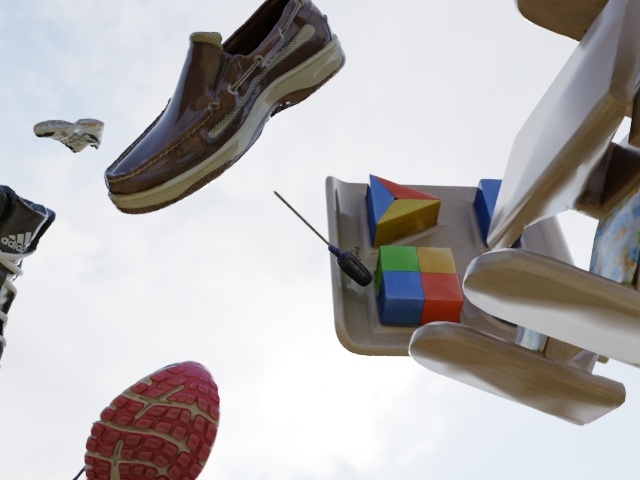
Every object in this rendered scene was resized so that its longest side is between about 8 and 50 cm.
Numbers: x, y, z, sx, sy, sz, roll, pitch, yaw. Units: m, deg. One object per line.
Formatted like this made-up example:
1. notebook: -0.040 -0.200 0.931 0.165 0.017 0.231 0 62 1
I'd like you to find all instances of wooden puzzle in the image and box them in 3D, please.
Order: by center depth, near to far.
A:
1. wooden puzzle: 0.184 0.014 1.102 0.348 0.322 0.080 5 -49 -7

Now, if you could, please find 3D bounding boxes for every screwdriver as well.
1. screwdriver: 0.000 0.000 0.995 0.170 0.024 0.025 39 -78 -23

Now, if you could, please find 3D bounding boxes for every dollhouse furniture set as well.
1. dollhouse furniture set: 0.155 -0.133 0.530 0.256 0.362 0.394 21 -25 0

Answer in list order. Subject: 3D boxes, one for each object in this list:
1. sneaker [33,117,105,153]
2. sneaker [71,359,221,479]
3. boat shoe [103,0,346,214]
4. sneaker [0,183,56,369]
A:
1. sneaker: -0.270 -0.111 0.911 0.032 0.083 0.037 28 -65 39
2. sneaker: -0.202 0.241 0.910 0.121 0.112 0.299 30 -68 -8
3. boat shoe: -0.089 -0.126 0.694 0.095 0.257 0.095 6 -48 44
4. sneaker: -0.462 0.072 1.094 0.257 0.447 0.169 -42 -41 17
